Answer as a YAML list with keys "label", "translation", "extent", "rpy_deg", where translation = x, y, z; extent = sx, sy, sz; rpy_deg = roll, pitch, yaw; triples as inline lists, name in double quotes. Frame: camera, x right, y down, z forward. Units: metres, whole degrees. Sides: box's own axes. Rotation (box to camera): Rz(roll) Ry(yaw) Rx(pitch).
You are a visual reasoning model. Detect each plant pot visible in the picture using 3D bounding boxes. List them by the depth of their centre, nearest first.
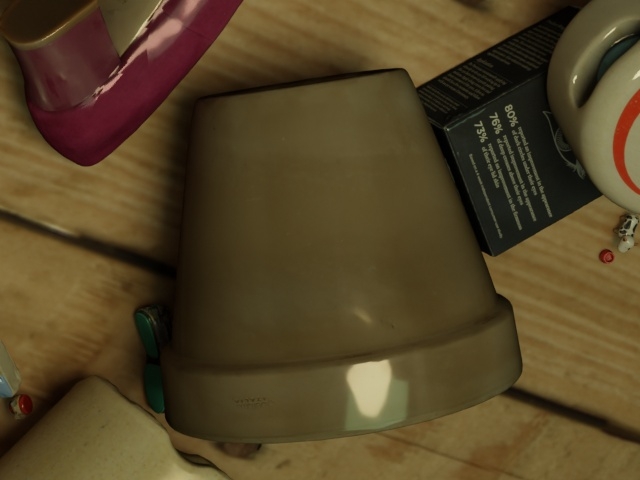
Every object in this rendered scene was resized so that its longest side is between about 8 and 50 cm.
- label: "plant pot"
  translation: [0.000, 0.000, 1.298]
  extent: [0.323, 0.323, 0.281]
  rpy_deg: [-12, 98, -17]
- label: "plant pot"
  translation: [-0.214, 0.303, 1.327]
  extent: [0.334, 0.334, 0.305]
  rpy_deg: [44, 80, -30]

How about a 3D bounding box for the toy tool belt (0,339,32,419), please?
- label: "toy tool belt"
  translation: [-0.304, 0.129, 1.355]
  extent: [0.051, 0.052, 0.083]
  rpy_deg: [-14, 116, 19]

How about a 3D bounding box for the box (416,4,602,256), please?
- label: "box"
  translation: [0.206, -0.108, 1.424]
  extent: [0.207, 0.108, 0.153]
  rpy_deg: [-28, 118, -10]

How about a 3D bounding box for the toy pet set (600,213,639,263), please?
- label: "toy pet set"
  translation: [0.376, -0.003, 1.548]
  extent: [0.122, 0.065, 0.114]
  rpy_deg: [19, 97, -16]

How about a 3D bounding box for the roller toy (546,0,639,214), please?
- label: "roller toy"
  translation: [0.306, -0.121, 1.293]
  extent: [0.191, 0.146, 0.209]
  rpy_deg: [-13, 125, -3]

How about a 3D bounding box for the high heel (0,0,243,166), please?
- label: "high heel"
  translation: [-0.100, -0.221, 1.283]
  extent: [0.377, 0.127, 0.181]
  rpy_deg: [-33, 148, -11]

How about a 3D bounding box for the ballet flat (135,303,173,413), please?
- label: "ballet flat"
  translation: [-0.149, 0.111, 1.412]
  extent: [0.041, 0.041, 0.114]
  rpy_deg: [-13, 116, -17]
